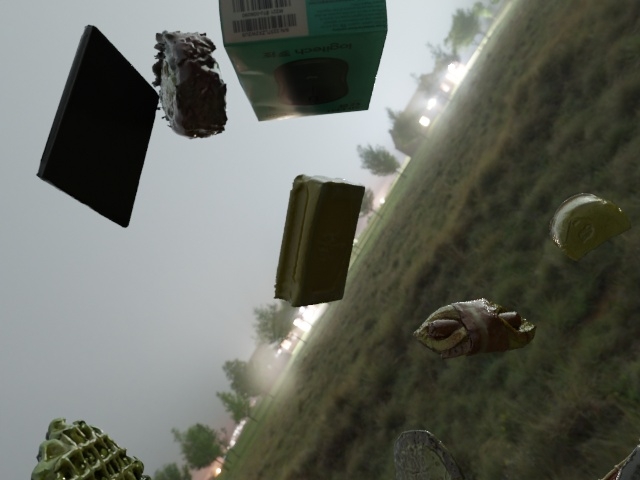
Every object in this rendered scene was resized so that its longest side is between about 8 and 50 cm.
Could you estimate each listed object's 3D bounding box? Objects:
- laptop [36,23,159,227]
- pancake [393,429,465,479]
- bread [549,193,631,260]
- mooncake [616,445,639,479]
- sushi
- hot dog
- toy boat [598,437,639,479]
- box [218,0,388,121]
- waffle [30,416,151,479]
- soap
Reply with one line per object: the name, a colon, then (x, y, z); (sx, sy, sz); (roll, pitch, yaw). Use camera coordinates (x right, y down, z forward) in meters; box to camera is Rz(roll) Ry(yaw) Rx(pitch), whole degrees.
laptop: (-0.246, -0.127, 0.574); (0.135, 0.016, 0.197); (51, -139, -61)
pancake: (0.233, 0.529, 1.088); (0.212, 0.029, 0.235); (16, 108, 55)
bread: (0.591, -0.038, 1.106); (0.156, 0.125, 0.086); (-33, 8, 18)
mooncake: (0.510, 0.371, 0.638); (0.228, 0.124, 0.228); (-44, 25, 26)
sushi: (-0.225, -0.246, 0.867); (0.108, 0.161, 0.241); (-9, -12, -25)
hot dog: (0.331, 0.178, 1.042); (0.123, 0.262, 0.093); (-110, 17, -50)
toy boat: (0.742, 0.541, 1.198); (0.141, 0.099, 0.317); (-12, -52, -46)
box: (-0.020, -0.277, 0.722); (0.311, 0.205, 0.118); (87, 180, -87)
waffle: (-0.448, 0.506, 1.003); (0.073, 0.297, 0.317); (-37, 34, 0)
soap: (0.000, 0.000, 1.234); (0.199, 0.091, 0.314); (-1, -73, -51)
